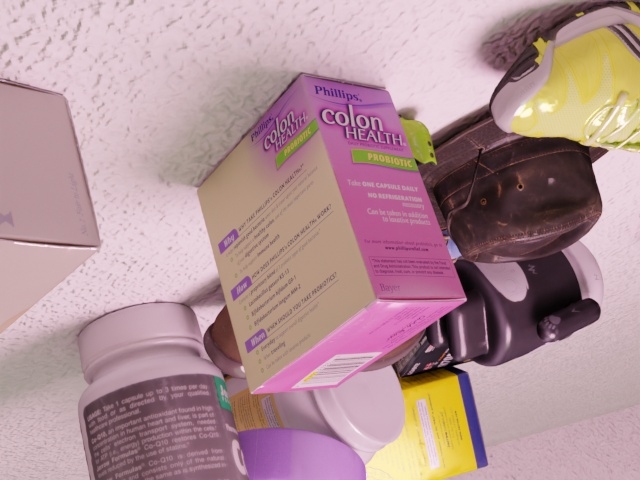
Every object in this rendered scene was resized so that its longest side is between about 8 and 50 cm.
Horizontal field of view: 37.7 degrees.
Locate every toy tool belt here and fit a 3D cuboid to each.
[{"bbox_3d":[0.188,0.006,1.328,0.083,0.052,0.051,5,156,-43],"label":"toy tool belt"}]

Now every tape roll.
[{"bbox_3d":[-0.065,0.396,1.435,0.274,0.090,0.275,1,137,1],"label":"tape roll"}]

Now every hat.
[{"bbox_3d":[0.250,-0.048,1.151,0.331,0.134,0.331,-14,156,-6],"label":"hat"}]

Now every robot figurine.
[{"bbox_3d":[0.290,0.089,1.402,0.278,0.209,0.173,-17,150,-24],"label":"robot figurine"}]

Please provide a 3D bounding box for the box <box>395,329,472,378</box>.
[{"bbox_3d":[0.248,0.186,1.764,0.175,0.051,0.220,-11,156,-16],"label":"box"}]

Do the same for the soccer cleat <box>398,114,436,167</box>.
[{"bbox_3d":[0.055,-0.067,1.043,0.060,0.072,0.179,6,147,-43],"label":"soccer cleat"}]

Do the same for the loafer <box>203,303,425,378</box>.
[{"bbox_3d":[0.018,0.108,1.328,0.366,0.134,0.130,-8,136,-37],"label":"loafer"}]

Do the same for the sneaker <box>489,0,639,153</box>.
[{"bbox_3d":[0.352,-0.147,0.971,0.384,0.147,0.145,-8,150,-25],"label":"sneaker"}]

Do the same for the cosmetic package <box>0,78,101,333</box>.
[{"bbox_3d":[-0.337,0.008,0.829,0.309,0.160,0.113,-33,153,34],"label":"cosmetic package"}]

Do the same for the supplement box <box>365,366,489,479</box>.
[{"bbox_3d":[0.119,0.383,1.859,0.356,0.195,0.194,-13,-178,-10],"label":"supplement box"}]

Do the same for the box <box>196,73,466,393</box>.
[{"bbox_3d":[0.000,0.000,0.939,0.117,0.243,0.213,2,149,-39],"label":"box"}]

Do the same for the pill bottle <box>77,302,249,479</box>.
[{"bbox_3d":[-0.211,0.281,1.261,0.204,0.361,0.204,-15,157,-6],"label":"pill bottle"}]

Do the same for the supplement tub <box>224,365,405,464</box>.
[{"bbox_3d":[-0.049,0.304,1.578,0.331,0.241,0.241,-31,153,30],"label":"supplement tub"}]
